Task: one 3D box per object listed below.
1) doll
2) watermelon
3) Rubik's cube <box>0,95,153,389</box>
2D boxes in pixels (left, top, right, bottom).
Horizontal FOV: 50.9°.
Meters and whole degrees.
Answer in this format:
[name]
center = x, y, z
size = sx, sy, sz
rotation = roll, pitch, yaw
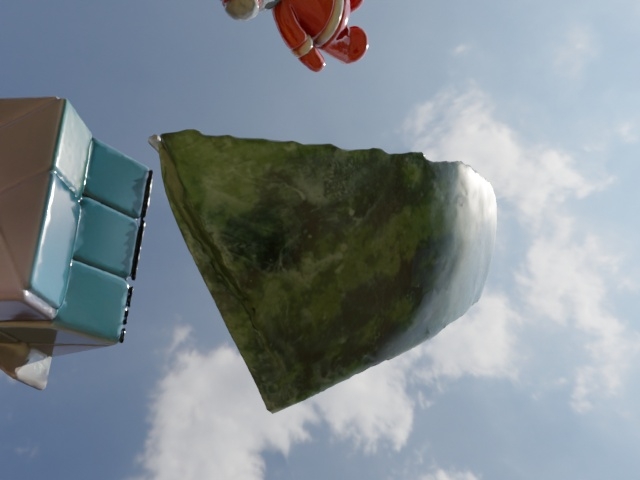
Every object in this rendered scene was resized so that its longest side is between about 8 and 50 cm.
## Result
[doll]
center = -0.050, -0.323, 0.800
size = 0.105, 0.336, 0.200
rotation = -9, -103, 36
[watermelon]
center = 0.000, 0.000, 0.500
size = 0.231, 0.310, 0.193
rotation = -25, -96, 39
[Rubik's cube]
center = -0.436, 0.005, 0.907
size = 0.367, 0.358, 0.388
rotation = 0, -115, 6
